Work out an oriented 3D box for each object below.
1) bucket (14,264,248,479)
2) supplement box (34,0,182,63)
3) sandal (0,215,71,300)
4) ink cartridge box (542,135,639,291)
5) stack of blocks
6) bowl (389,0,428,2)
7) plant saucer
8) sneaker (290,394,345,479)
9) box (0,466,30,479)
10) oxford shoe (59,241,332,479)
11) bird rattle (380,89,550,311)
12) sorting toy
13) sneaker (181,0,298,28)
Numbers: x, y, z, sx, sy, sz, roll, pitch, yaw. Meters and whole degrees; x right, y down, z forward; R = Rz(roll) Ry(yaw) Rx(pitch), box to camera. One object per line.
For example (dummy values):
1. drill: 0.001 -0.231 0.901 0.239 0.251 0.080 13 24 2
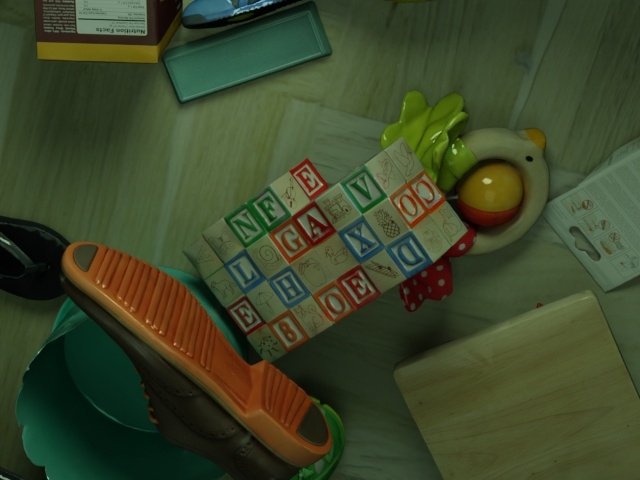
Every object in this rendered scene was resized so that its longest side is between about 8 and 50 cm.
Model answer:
1. bucket: -0.215 0.172 1.845 0.281 0.183 0.281 1 112 3
2. supplement box: -0.224 -0.307 1.642 0.129 0.191 0.194 2 112 3
3. sandal: -0.412 0.006 1.858 0.254 0.054 0.097 24 112 -6
4. ink cartridge box: 0.370 -0.035 1.807 0.179 0.045 0.145 -30 109 34
5. stack of blocks: 0.000 0.000 1.731 0.297 0.087 0.171 -33 94 41
6. bowl: 0.081 -0.393 1.556 0.289 0.156 0.289 1 93 14
7. plant saucer: -0.087 -0.213 1.766 0.192 0.018 0.067 -17 110 10
8. sneaker: -0.055 0.327 1.929 0.109 0.123 0.295 25 111 -6
9. box: -0.455 0.307 1.860 0.395 0.318 0.097 26 73 -7
10. oxford shoe: -0.159 0.149 1.668 0.363 0.130 0.133 43 114 -13
11. bird rattle: 0.167 -0.042 1.767 0.207 0.143 0.253 -7 116 -11
12. sorting toy: 0.255 0.201 1.875 0.257 0.089 0.255 -22 109 13
13. sneaker: -0.064 -0.296 1.710 0.209 0.069 0.082 -19 92 13
